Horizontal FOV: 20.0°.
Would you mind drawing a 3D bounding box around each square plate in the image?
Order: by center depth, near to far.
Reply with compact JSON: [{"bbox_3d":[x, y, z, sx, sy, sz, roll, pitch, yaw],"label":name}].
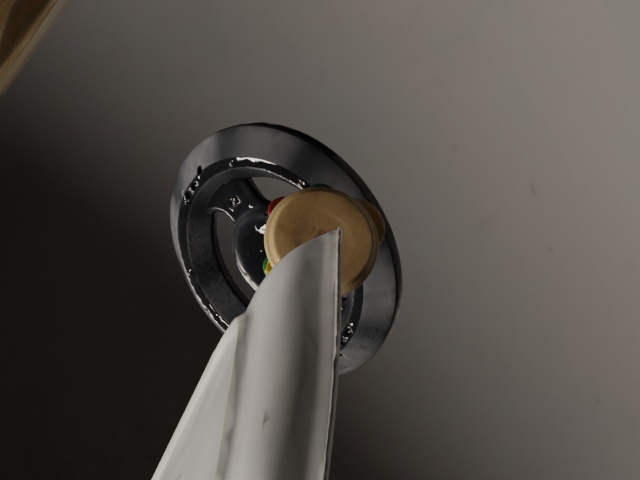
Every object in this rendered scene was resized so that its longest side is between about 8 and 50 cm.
[{"bbox_3d":[-0.080,0.196,1.004,0.049,0.344,0.347,23,115,-8],"label":"square plate"}]

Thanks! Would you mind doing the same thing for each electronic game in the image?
[{"bbox_3d":[-0.032,0.010,1.508,0.229,0.048,0.229,17,122,29],"label":"electronic game"}]

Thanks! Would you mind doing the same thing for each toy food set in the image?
[{"bbox_3d":[0.000,0.000,1.247,0.082,0.020,0.083,20,69,-3],"label":"toy food set"}]

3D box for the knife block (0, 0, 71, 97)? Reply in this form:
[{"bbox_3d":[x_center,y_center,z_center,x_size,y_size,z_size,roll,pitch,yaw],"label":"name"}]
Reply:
[{"bbox_3d":[-0.190,-0.116,0.996,0.275,0.088,0.242,-10,78,-21],"label":"knife block"}]
